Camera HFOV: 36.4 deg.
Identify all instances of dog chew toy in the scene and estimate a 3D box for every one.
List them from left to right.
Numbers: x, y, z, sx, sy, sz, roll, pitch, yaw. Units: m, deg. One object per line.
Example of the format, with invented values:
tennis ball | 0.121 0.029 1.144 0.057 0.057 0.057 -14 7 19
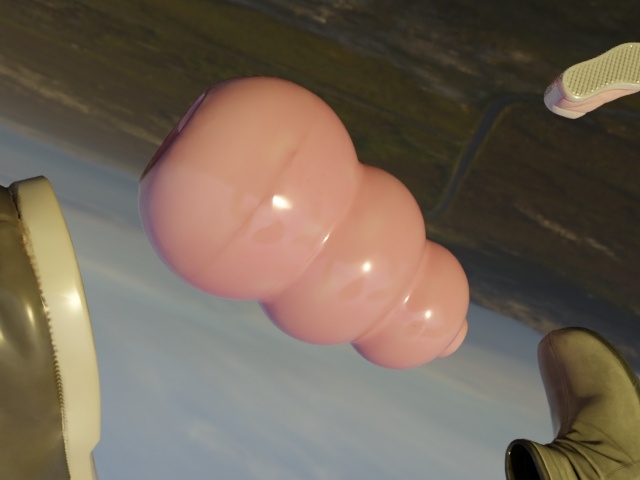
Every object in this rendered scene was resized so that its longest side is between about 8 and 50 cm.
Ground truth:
dog chew toy | 0.000 0.000 0.897 0.332 0.206 0.206 36 174 -15

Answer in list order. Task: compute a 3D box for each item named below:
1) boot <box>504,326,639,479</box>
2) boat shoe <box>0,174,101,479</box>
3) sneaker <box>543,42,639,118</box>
boot | 0.216 0.176 0.827 0.161 0.246 0.083 12 140 -40
boat shoe | -0.139 0.114 0.412 0.096 0.335 0.112 -11 -137 -18
sneaker | 0.296 -0.167 1.026 0.134 0.051 0.070 -17 170 -17
